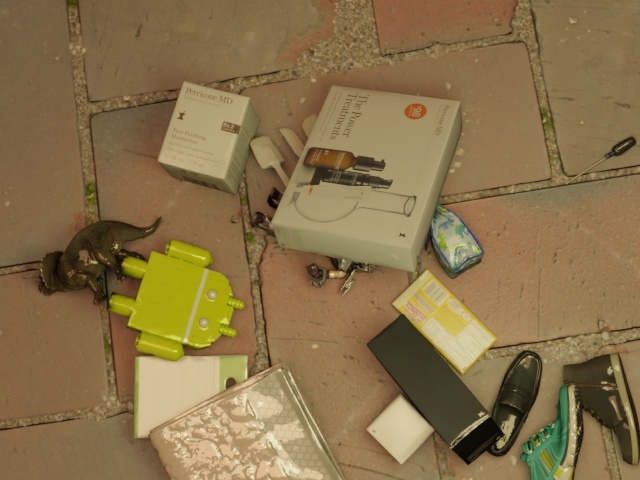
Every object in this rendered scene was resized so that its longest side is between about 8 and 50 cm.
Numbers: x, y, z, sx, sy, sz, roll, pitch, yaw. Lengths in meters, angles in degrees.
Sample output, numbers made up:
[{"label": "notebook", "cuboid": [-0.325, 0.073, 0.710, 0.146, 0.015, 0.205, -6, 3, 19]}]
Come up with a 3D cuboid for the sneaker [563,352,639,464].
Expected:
[{"label": "sneaker", "cuboid": [0.560, 0.340, 1.844, 0.118, 0.083, 0.222, -14, 86, 22]}]

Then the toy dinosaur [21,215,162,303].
[{"label": "toy dinosaur", "cuboid": [-0.479, 0.033, 1.973, 0.313, 0.121, 0.160, -41, 92, 2]}]

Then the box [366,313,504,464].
[{"label": "box", "cuboid": [0.222, 0.287, 1.788, 0.103, 0.184, 0.261, -39, 60, -2]}]

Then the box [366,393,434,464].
[{"label": "box", "cuboid": [0.161, 0.376, 1.862, 0.101, 0.087, 0.102, -45, 79, -3]}]

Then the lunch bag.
[{"label": "lunch bag", "cuboid": [0.259, -0.006, 1.898, 0.096, 0.129, 0.151, -30, 79, 0]}]

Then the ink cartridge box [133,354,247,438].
[{"label": "ink cartridge box", "cuboid": [-0.268, 0.323, 1.933, 0.235, 0.056, 0.171, -1, 81, -2]}]

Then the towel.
[{"label": "towel", "cuboid": [-0.135, 0.458, 1.869, 0.317, 0.053, 0.332, -29, 88, 0]}]

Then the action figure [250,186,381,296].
[{"label": "action figure", "cuboid": [0.000, 0.000, 1.941, 0.285, 0.099, 0.185, 28, 74, 6]}]

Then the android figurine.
[{"label": "android figurine", "cuboid": [-0.296, 0.127, 1.930, 0.273, 0.056, 0.248, 20, 71, -9]}]

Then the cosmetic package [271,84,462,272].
[{"label": "cosmetic package", "cuboid": [0.101, -0.134, 1.860, 0.284, 0.097, 0.377, 11, 58, 17]}]

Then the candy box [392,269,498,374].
[{"label": "candy box", "cuboid": [0.256, 0.168, 1.919, 0.105, 0.027, 0.206, -44, 79, 0]}]

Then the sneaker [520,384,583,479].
[{"label": "sneaker", "cuboid": [0.445, 0.410, 1.802, 0.110, 0.107, 0.275, 14, 99, 20]}]

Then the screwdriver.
[{"label": "screwdriver", "cuboid": [0.585, -0.168, 1.948, 0.170, 0.024, 0.025, -29, 108, 2]}]

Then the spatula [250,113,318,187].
[{"label": "spatula", "cuboid": [-0.028, -0.153, 1.964, 0.168, 0.019, 0.242, -22, 63, -18]}]

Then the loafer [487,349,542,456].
[{"label": "loafer", "cuboid": [0.388, 0.325, 1.852, 0.076, 0.078, 0.223, 22, 83, 9]}]

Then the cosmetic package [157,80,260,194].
[{"label": "cosmetic package", "cuboid": [-0.233, -0.215, 1.972, 0.151, 0.151, 0.183, 15, 82, 7]}]
